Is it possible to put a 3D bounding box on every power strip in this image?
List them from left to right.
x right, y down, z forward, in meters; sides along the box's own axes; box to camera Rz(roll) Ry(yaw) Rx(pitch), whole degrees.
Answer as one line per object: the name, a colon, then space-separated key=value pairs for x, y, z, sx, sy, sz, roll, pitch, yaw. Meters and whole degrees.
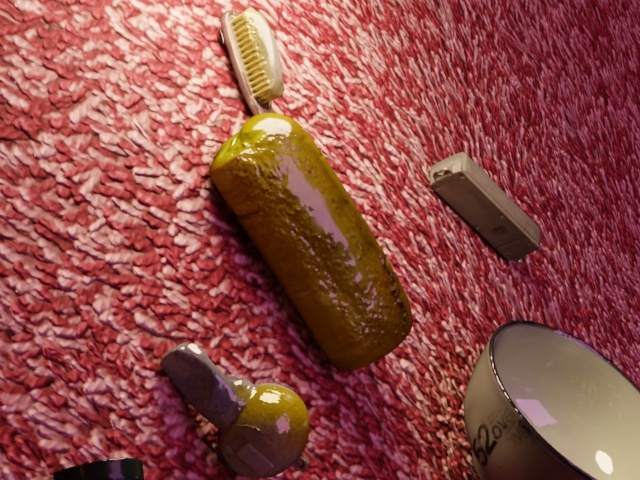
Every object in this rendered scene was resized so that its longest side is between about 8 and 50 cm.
power strip: x=0.285 y=-0.058 z=2.241 sx=0.272 sy=0.078 sz=0.052 roll=41 pitch=40 yaw=-31

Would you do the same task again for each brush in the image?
brush: x=-0.070 y=-0.192 z=1.862 sx=0.072 sy=0.067 sz=0.313 roll=-7 pitch=78 yaw=-55

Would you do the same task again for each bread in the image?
bread: x=0.000 y=0.000 z=1.781 sx=0.166 sy=0.112 sz=0.384 roll=-42 pitch=106 yaw=-41

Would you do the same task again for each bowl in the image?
bowl: x=0.353 y=0.309 z=1.980 sx=0.353 sy=0.185 sz=0.354 roll=27 pitch=30 yaw=-17

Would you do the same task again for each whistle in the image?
whistle: x=-0.096 y=0.201 z=1.572 sx=0.223 sy=0.123 sz=0.123 roll=42 pitch=39 yaw=-7

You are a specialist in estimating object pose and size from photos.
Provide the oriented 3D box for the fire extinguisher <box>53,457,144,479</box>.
fire extinguisher: x=-0.217 y=0.383 z=1.317 sx=0.114 sy=0.095 sz=0.311 roll=-8 pitch=71 yaw=-9
